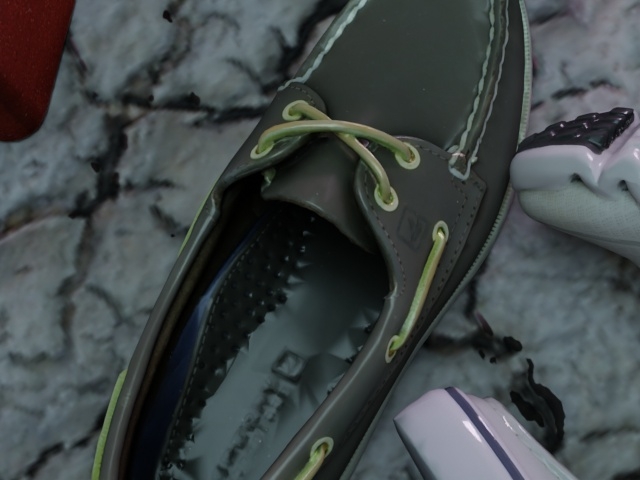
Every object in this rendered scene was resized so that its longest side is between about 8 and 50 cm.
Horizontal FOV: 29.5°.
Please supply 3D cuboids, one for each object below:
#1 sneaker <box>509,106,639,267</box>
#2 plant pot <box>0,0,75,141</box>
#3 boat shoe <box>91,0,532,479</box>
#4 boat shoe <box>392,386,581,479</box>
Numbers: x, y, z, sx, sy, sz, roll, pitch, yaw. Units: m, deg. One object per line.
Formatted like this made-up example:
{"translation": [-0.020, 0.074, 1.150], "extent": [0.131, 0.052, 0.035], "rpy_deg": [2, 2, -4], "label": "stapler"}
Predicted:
{"translation": [0.203, 0.023, 0.445], "extent": [0.292, 0.110, 0.118], "rpy_deg": [18, 117, 26], "label": "sneaker"}
{"translation": [-0.255, -0.222, 0.523], "extent": [0.267, 0.236, 0.267], "rpy_deg": [9, 77, 12], "label": "plant pot"}
{"translation": [0.004, 0.002, 0.490], "extent": [0.109, 0.091, 0.305], "rpy_deg": [23, 81, 15], "label": "boat shoe"}
{"translation": [0.139, 0.143, 0.428], "extent": [0.088, 0.096, 0.267], "rpy_deg": [-41, 73, -6], "label": "boat shoe"}
